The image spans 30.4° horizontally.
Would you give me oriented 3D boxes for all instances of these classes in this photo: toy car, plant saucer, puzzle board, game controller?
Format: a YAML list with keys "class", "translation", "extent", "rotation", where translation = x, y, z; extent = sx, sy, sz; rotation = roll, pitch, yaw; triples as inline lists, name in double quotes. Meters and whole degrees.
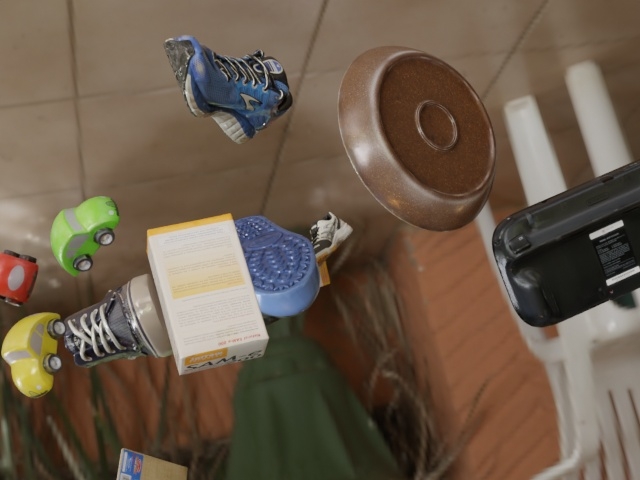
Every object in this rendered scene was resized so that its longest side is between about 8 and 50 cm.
- class: "toy car"
  translation: [-0.317, 0.033, 1.365]
  extent: [0.053, 0.239, 0.225]
  rotation: [25, 113, -43]
- class: "plant saucer"
  translation: [0.089, -0.090, 0.977]
  extent: [0.168, 0.168, 0.029]
  rotation: [2, 161, -38]
- class: "puzzle board"
  translation: [-0.220, 0.337, 1.506]
  extent: [0.096, 0.128, 0.011]
  rotation: [23, 138, -25]
- class: "game controller"
  translation: [0.396, -0.002, 1.642]
  extent: [0.319, 0.166, 0.067]
  rotation: [-22, -166, -12]

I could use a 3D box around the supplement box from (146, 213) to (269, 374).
- class: "supplement box"
  translation: [-0.079, 0.037, 0.812]
  extent: [0.062, 0.098, 0.036]
  rotation: [-11, 157, -15]

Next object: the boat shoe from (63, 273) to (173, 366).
- class: "boat shoe"
  translation: [-0.305, 0.137, 1.748]
  extent: [0.158, 0.127, 0.340]
  rotation: [-20, 174, -8]

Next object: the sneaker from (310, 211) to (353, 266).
- class: "sneaker"
  translation: [0.000, 0.000, 1.192]
  extent: [0.032, 0.037, 0.083]
  rotation: [-46, -179, 34]

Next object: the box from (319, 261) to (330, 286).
- class: "box"
  translation: [-0.056, 0.059, 1.866]
  extent: [0.136, 0.028, 0.081]
  rotation: [-21, 141, -6]

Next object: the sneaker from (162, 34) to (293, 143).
- class: "sneaker"
  translation: [-0.140, -0.267, 1.913]
  extent: [0.147, 0.130, 0.330]
  rotation: [-27, 163, 13]

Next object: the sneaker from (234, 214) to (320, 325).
- class: "sneaker"
  translation: [-0.044, 0.044, 1.120]
  extent: [0.081, 0.090, 0.232]
  rotation: [-21, -161, -9]
